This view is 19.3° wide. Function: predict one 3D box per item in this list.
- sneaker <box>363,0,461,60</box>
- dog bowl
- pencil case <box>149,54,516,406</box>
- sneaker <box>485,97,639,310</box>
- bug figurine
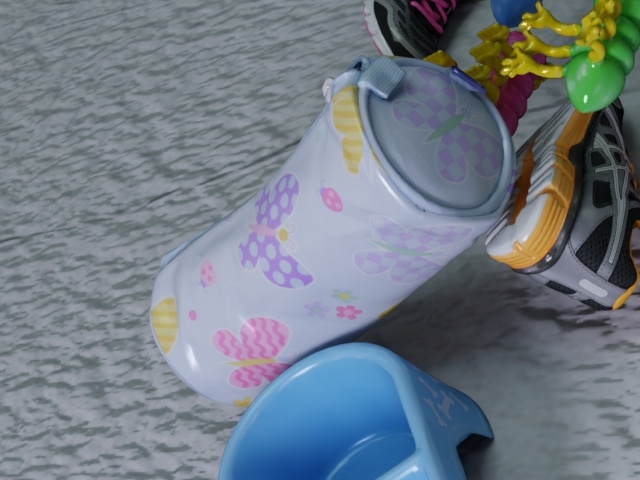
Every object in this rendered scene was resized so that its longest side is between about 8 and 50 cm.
[{"bbox_3d":[0.082,-0.188,1.402,0.075,0.063,0.170,-28,31,32],"label":"sneaker"},{"bbox_3d":[0.026,0.171,1.056,0.166,0.074,0.297,-35,35,12],"label":"dog bowl"},{"bbox_3d":[0.000,0.000,1.150,0.273,0.124,0.113,-44,20,45],"label":"pencil case"},{"bbox_3d":[0.158,-0.027,1.140,0.084,0.083,0.215,-50,7,34],"label":"sneaker"},{"bbox_3d":[0.161,-0.154,1.149,0.279,0.072,0.216,-17,40,61],"label":"bug figurine"}]
